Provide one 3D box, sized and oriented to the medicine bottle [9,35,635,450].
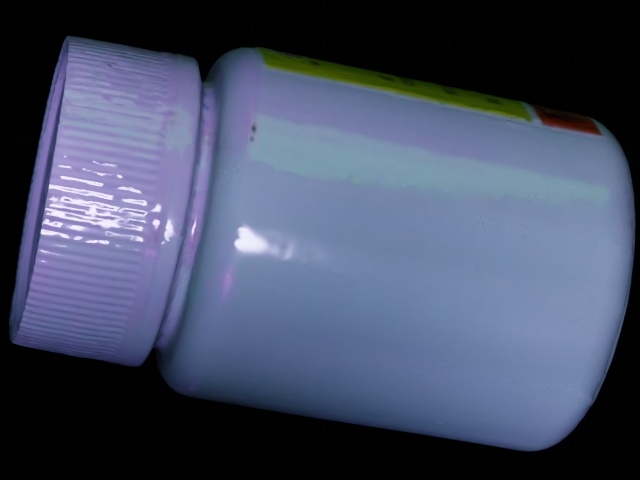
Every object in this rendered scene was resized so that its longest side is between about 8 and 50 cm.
[{"bbox_3d":[0.000,0.000,0.785,0.225,0.139,0.139,10,28,-12],"label":"medicine bottle"}]
